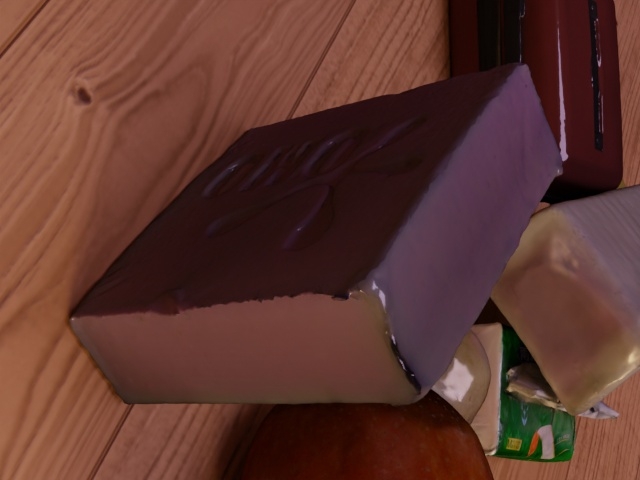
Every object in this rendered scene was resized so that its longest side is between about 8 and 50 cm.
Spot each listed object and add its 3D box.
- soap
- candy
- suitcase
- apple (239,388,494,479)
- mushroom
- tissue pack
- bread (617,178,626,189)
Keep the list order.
[{"bbox_3d":[0.000,0.000,0.689,0.107,0.296,0.285,60,42,-24],"label":"soap"},{"bbox_3d":[0.349,0.053,1.089,0.358,0.145,0.208,-10,61,-53],"label":"candy"},{"bbox_3d":[0.281,-0.201,1.172,0.236,0.161,0.297,6,82,-50],"label":"suitcase"},{"bbox_3d":[0.042,0.225,0.776,0.230,0.230,0.230,9,78,-51],"label":"apple"},{"bbox_3d":[0.109,0.148,0.948,0.148,0.112,0.148,3,78,-15],"label":"mushroom"},{"bbox_3d":[0.242,0.186,1.079,0.209,0.156,0.148,20,68,-47],"label":"tissue pack"},{"bbox_3d":[0.391,0.032,1.346,0.138,0.077,0.361,49,50,-37],"label":"bread"}]
